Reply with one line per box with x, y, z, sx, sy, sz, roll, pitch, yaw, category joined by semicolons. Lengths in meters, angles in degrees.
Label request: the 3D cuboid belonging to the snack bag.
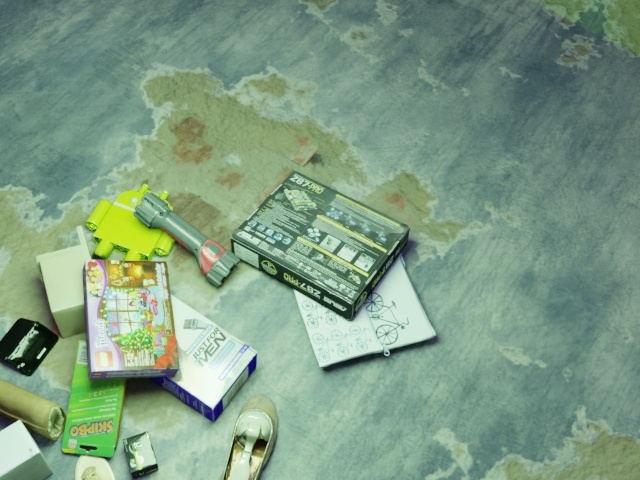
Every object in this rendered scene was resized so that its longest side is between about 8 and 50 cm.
0.112;0.170;2.000;0.343;0.037;0.323;-11;54;-13;snack bag

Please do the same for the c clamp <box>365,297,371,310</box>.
0.174;0.175;2.040;0.161;0.022;0.137;-5;53;-9;c clamp

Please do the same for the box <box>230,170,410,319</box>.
0.000;0.000;2.046;0.395;0.097;0.318;27;56;18;box

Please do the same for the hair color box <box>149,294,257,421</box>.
-0.347;0.275;1.847;0.339;0.110;0.185;30;59;13;hair color box

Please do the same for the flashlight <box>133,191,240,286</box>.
-0.363;-0.002;1.989;0.304;0.103;0.103;37;93;0;flashlight

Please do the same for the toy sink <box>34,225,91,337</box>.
-0.640;0.104;1.888;0.131;0.152;0.234;-15;62;-17;toy sink

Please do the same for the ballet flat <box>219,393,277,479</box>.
-0.166;0.494;1.731;0.108;0.106;0.315;13;56;0;ballet flat

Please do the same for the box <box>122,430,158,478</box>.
-0.419;0.500;1.723;0.062;0.052;0.083;-17;60;-17;box

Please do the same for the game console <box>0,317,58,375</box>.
-0.740;0.265;1.852;0.107;0.071;0.122;41;57;-17;game console

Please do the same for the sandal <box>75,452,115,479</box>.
-0.500;0.576;1.645;0.088;0.079;0.239;-10;59;-14;sandal

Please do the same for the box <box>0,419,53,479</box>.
-0.680;0.490;1.621;0.130;0.170;0.091;-31;66;-25;box

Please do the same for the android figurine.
-0.516;-0.042;2.059;0.248;0.056;0.272;21;59;6;android figurine

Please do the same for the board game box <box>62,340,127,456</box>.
-0.528;0.373;1.747;0.124;0.039;0.259;6;79;1;board game box

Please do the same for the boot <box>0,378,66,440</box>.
-0.723;0.338;1.680;0.270;0.236;0.089;22;59;10;boot

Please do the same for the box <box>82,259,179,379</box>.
-0.454;0.184;1.761;0.201;0.057;0.293;2;57;-26;box
